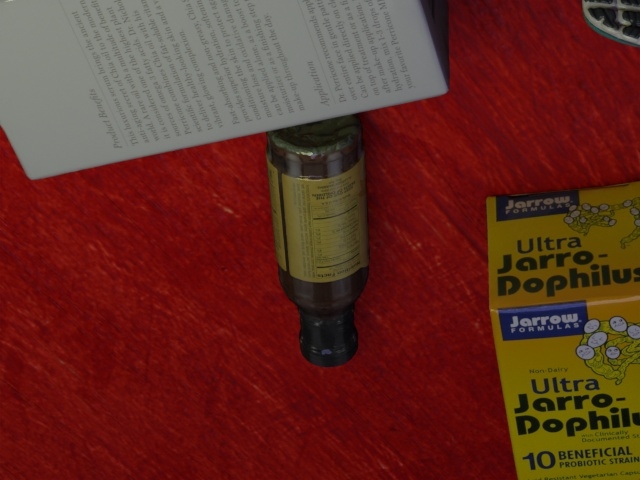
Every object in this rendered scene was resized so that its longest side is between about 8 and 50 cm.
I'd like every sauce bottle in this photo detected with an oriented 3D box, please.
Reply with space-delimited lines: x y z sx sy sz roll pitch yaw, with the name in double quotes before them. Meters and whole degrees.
"sauce bottle" 0.000 0.000 2.113 0.111 0.111 0.344 0 133 3

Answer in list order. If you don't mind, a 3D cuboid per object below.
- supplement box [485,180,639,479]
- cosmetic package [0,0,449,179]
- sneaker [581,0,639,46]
"supplement box" 0.307 0.131 2.153 0.194 0.195 0.356 -7 131 9
"cosmetic package" -0.116 -0.231 1.874 0.453 0.161 0.230 -11 131 12
"sneaker" 0.392 -0.210 1.903 0.275 0.107 0.110 9 154 -10
